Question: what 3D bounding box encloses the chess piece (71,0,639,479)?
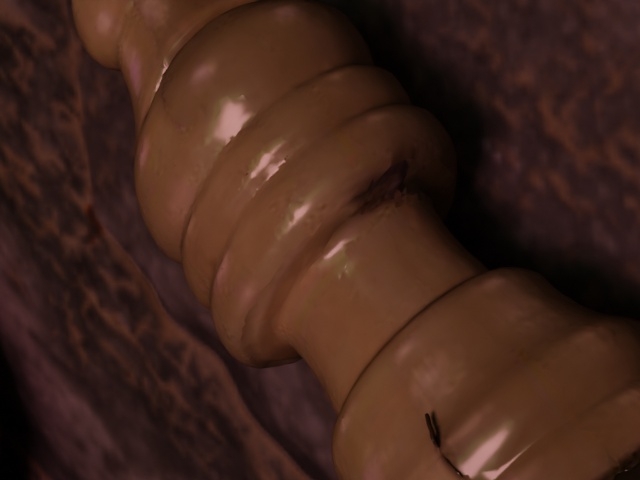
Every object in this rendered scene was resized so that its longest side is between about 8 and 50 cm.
[{"bbox_3d":[0.000,0.000,0.654,0.307,0.124,0.139,51,162,23],"label":"chess piece"}]
